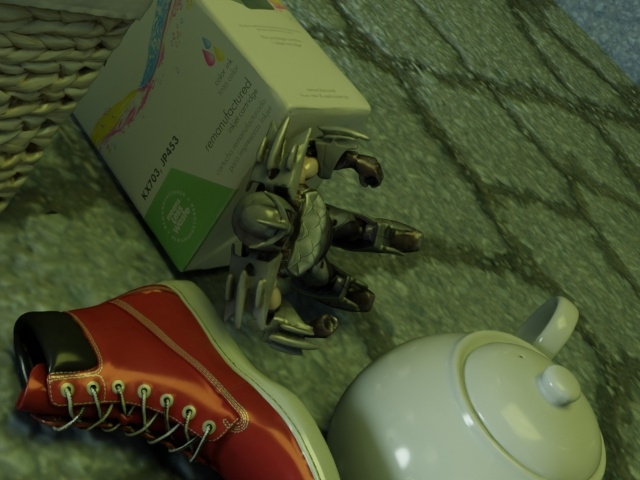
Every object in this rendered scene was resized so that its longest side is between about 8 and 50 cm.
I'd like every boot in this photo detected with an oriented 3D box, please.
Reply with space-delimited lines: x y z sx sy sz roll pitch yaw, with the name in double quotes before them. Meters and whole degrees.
"boot" -0.110 0.134 0.658 0.176 0.088 0.244 -10 48 -49

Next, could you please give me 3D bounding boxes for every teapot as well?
"teapot" 0.143 0.163 0.770 0.253 0.187 0.256 11 41 -36

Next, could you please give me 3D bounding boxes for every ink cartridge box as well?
"ink cartridge box" -0.138 -0.169 0.885 0.119 0.207 0.353 -8 53 -49

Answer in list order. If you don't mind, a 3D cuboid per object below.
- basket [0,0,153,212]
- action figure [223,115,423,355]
"basket" -0.350 -0.190 0.617 0.328 0.266 0.331 45 25 11
"action figure" 0.000 0.000 0.783 0.099 0.185 0.285 24 0 19
